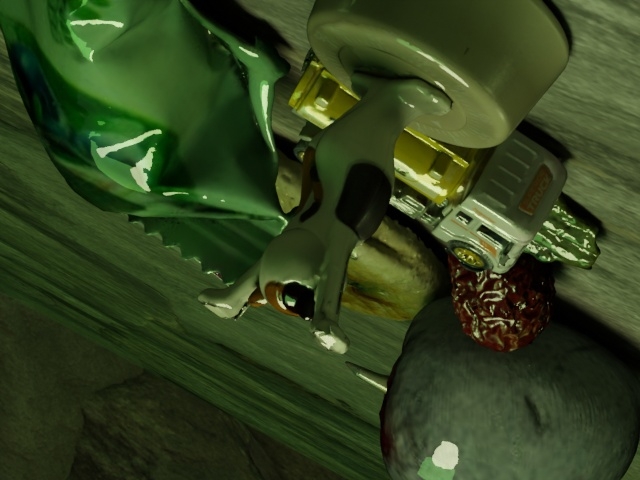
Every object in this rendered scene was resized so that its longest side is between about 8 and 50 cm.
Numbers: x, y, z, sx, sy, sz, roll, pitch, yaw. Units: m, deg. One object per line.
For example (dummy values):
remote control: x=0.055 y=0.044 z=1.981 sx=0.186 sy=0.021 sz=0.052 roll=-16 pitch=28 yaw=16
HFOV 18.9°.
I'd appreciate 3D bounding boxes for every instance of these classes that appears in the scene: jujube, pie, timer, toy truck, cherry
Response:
jujube: x=0.161 y=0.039 z=1.701 sx=0.104 sy=0.104 sz=0.166 roll=25 pitch=164 yaw=21
pie: x=0.000 y=0.000 z=1.948 sx=0.337 sy=0.075 sz=0.337 roll=28 pitch=167 yaw=7
timer: x=0.028 y=-0.055 z=1.267 sx=0.175 sy=0.266 sz=0.175 roll=29 pitch=167 yaw=7
toy truck: x=0.078 y=-0.071 z=1.471 sx=0.227 sy=0.098 sz=0.114 roll=33 pitch=161 yaw=-4
cherry: x=0.167 y=0.166 z=1.865 sx=0.296 sy=0.218 sz=0.255 roll=7 pitch=170 yaw=1

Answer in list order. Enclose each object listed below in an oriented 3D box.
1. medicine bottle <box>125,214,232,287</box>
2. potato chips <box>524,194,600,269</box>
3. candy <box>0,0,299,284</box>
medicine bottle: x=-0.132 y=-0.007 z=2.265 sx=0.201 sy=0.052 sz=0.171 roll=37 pitch=166 yaw=-18
potato chips: x=0.140 y=-0.037 z=1.597 sx=0.207 sy=0.028 sz=0.092 roll=28 pitch=145 yaw=14
candy: x=-0.187 y=-0.164 z=1.573 sx=0.263 sy=0.172 sz=0.398 roll=22 pitch=155 yaw=44
